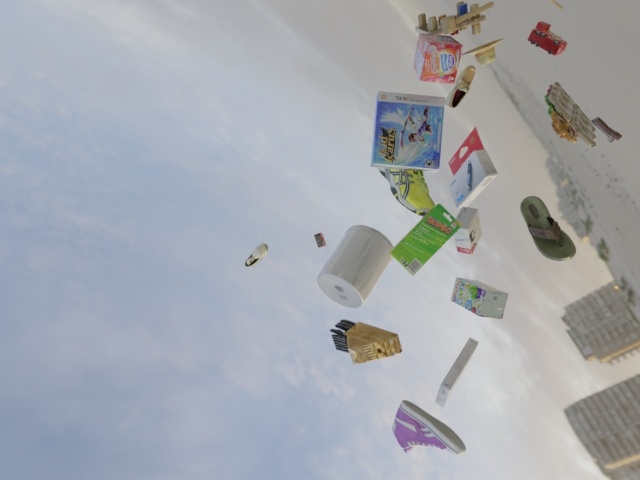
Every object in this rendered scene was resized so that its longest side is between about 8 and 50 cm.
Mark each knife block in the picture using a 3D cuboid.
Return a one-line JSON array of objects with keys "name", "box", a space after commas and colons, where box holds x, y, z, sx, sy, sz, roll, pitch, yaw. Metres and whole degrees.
[{"name": "knife block", "box": [0.180, 0.395, 1.850, 0.242, 0.276, 0.088, -90, -16, -66]}]

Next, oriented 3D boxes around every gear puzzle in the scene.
[{"name": "gear puzzle", "box": [0.621, -0.301, 1.127, 0.175, 0.044, 0.339, 49, -141, -1]}]

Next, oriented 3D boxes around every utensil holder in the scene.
[{"name": "utensil holder", "box": [0.202, 0.151, 2.593, 0.328, 0.328, 0.385, 43, -121, -10]}]

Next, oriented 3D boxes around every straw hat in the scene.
[{"name": "straw hat", "box": [0.546, -0.613, 1.477, 0.061, 0.145, 0.144, 66, -156, -19]}]

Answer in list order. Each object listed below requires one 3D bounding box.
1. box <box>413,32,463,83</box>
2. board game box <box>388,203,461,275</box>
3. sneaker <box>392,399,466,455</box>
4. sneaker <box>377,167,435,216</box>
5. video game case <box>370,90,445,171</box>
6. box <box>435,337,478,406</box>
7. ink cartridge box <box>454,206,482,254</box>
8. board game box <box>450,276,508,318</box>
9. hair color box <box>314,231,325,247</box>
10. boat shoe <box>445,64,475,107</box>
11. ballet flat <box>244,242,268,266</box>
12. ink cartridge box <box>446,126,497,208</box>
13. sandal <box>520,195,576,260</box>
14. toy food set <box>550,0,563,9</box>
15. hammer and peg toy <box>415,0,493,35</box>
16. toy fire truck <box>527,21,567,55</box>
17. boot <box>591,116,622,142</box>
[{"name": "box", "box": [0.410, -0.650, 1.583, 0.123, 0.128, 0.256, 7, -149, 1]}, {"name": "board game box", "box": [0.386, -0.005, 1.646, 0.124, 0.259, 0.039, 44, -177, -3]}, {"name": "sneaker", "box": [0.386, 0.729, 1.631, 0.102, 0.160, 0.282, 23, -178, -43]}, {"name": "sneaker", "box": [0.360, -0.253, 1.810, 0.145, 0.147, 0.384, 4, -133, -47]}, {"name": "video game case", "box": [0.315, -0.393, 1.619, 0.245, 0.269, 0.061, 5, 178, -1]}, {"name": "box", "box": [0.708, 0.685, 2.320, 0.059, 0.232, 0.322, 30, -122, 27]}, {"name": "ink cartridge box", "box": [0.652, -0.044, 1.983, 0.127, 0.072, 0.175, -54, -41, -25]}, {"name": "board game box", "box": [0.839, 0.304, 2.376, 0.145, 0.141, 0.275, 10, -173, -15]}, {"name": "hair color box", "box": [0.000, 0.000, 2.317, 0.141, 0.043, 0.071, 17, -126, -87]}, {"name": "boat shoe", "box": [0.439, -0.470, 1.378, 0.050, 0.135, 0.045, 12, -145, -20]}, {"name": "ballet flat", "box": [-0.277, 0.070, 1.908, 0.052, 0.168, 0.057, -20, -110, -41]}, {"name": "ink cartridge box", "box": [0.673, -0.331, 2.068, 0.066, 0.296, 0.260, -10, -112, -15]}, {"name": "sandal", "box": [0.874, -0.049, 1.747, 0.086, 0.120, 0.302, 31, -148, -57]}, {"name": "toy food set", "box": [0.515, -0.541, 0.906, 0.078, 0.122, 0.019, 29, -164, -17]}, {"name": "hammer and peg toy", "box": [0.583, -0.942, 1.952, 0.361, 0.266, 0.127, -98, -9, -59]}, {"name": "toy fire truck", "box": [0.869, -0.769, 1.699, 0.135, 0.047, 0.192, -19, -127, -26]}, {"name": "boot", "box": [1.018, -0.402, 1.605, 0.114, 0.037, 0.106, 39, -165, 7]}]
